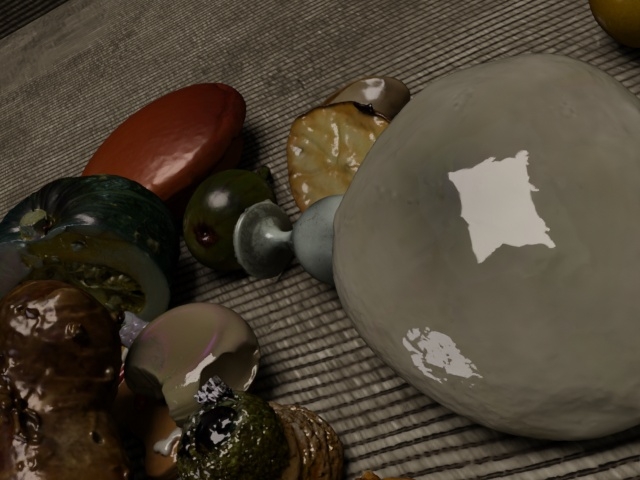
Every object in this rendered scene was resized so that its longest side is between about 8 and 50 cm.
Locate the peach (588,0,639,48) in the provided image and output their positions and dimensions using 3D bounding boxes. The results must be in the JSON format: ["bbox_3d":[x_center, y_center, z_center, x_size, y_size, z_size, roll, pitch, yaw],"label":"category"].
[{"bbox_3d":[0.486,-0.357,1.090,0.251,0.153,0.251,-28,29,17],"label":"peach"}]

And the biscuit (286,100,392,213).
[{"bbox_3d":[0.033,-0.110,1.193,0.260,0.041,0.203,44,114,39],"label":"biscuit"}]

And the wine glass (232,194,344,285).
[{"bbox_3d":[0.000,0.000,1.098,0.241,0.126,0.126,1,49,46],"label":"wine glass"}]

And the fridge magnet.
[{"bbox_3d":[-0.288,-0.157,1.499,0.364,0.155,0.363,-23,36,18],"label":"fridge magnet"}]

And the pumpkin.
[{"bbox_3d":[-0.361,0.007,1.275,0.293,0.263,0.197,-11,43,13],"label":"pumpkin"}]

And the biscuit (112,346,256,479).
[{"bbox_3d":[-0.248,0.207,1.140,0.216,0.047,0.340,-48,37,-18],"label":"biscuit"}]

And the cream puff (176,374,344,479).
[{"bbox_3d":[-0.084,0.229,0.869,0.183,0.169,0.183,-24,37,19],"label":"cream puff"}]

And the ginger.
[{"bbox_3d":[-0.310,0.217,0.964,0.254,0.176,0.418,-64,37,36],"label":"ginger"}]

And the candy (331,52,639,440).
[{"bbox_3d":[0.203,0.000,0.829,0.386,0.186,0.427,-45,55,7],"label":"candy"}]

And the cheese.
[{"bbox_3d":[-0.201,0.146,1.070,0.286,0.082,0.163,9,50,44],"label":"cheese"}]

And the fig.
[{"bbox_3d":[-0.108,-0.055,1.289,0.151,0.151,0.259,-9,19,33],"label":"fig"}]

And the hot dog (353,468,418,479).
[{"bbox_3d":[0.070,0.311,0.728,0.102,0.076,0.249,2,38,-11],"label":"hot dog"}]

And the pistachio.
[{"bbox_3d":[0.064,-0.194,1.274,0.185,0.124,0.124,-15,40,29],"label":"pistachio"}]
